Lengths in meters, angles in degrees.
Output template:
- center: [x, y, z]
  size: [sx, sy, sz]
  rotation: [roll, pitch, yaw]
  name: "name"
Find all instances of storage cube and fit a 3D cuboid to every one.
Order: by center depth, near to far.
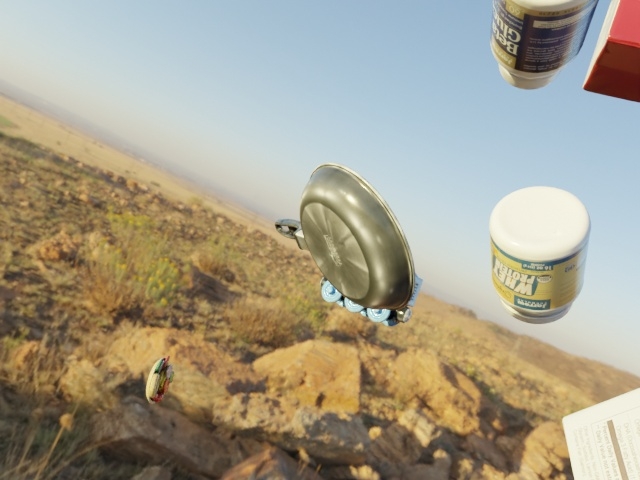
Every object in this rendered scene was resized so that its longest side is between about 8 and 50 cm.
- center: [0.571, -0.346, 0.927]
  size: [0.193, 0.215, 0.183]
  rotation: [18, -6, 16]
  name: "storage cube"

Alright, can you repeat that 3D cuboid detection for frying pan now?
- center: [-0.003, -0.023, 0.725]
  size: [0.326, 0.053, 0.197]
  rotation: [33, -36, 44]
  name: "frying pan"

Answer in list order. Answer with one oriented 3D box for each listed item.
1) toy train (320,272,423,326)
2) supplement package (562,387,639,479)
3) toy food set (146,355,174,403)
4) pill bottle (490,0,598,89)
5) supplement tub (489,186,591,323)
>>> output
- center: [0.085, 0.080, 0.998]
  size: [0.184, 0.105, 0.080]
  rotation: [20, -4, 33]
  name: "toy train"
- center: [0.291, 0.153, 0.235]
  size: [0.199, 0.262, 0.198]
  rotation: [31, 41, -22]
  name: "supplement package"
- center: [-0.280, 0.243, 0.991]
  size: [0.020, 0.082, 0.083]
  rotation: [10, -40, 6]
  name: "toy food set"
- center: [0.218, -0.221, 0.562]
  size: [0.094, 0.094, 0.169]
  rotation: [26, -7, 19]
  name: "pill bottle"
- center: [0.348, 0.029, 0.912]
  size: [0.144, 0.144, 0.200]
  rotation: [27, -29, 37]
  name: "supplement tub"
